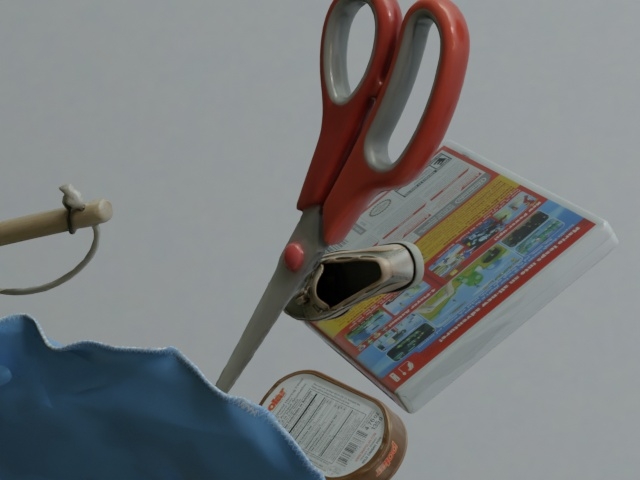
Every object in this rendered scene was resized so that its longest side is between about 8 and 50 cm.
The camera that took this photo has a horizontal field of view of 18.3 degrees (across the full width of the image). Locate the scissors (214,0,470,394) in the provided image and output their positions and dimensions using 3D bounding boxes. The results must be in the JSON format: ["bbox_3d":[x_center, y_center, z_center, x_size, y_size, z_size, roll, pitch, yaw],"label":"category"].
[{"bbox_3d":[0.000,0.000,1.060,0.109,0.021,0.297,38,-65,43],"label":"scissors"}]

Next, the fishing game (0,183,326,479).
[{"bbox_3d":[-0.063,0.092,0.680,0.189,0.041,0.264,-16,-59,36],"label":"fishing game"}]

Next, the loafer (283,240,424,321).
[{"bbox_3d":[0.013,0.027,1.343,0.125,0.039,0.045,-20,-97,42],"label":"loafer"}]

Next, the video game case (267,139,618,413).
[{"bbox_3d":[0.087,0.020,1.570,0.025,0.204,0.285,55,-8,-25],"label":"video game case"}]

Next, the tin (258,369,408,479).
[{"bbox_3d":[0.006,0.192,1.996,0.189,0.106,0.040,21,-24,46],"label":"tin"}]
